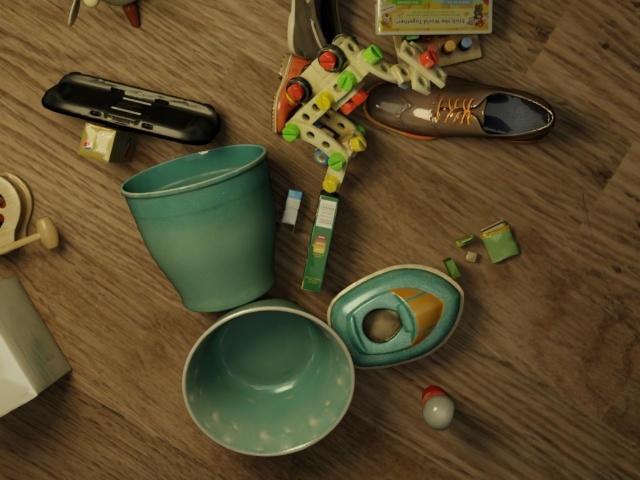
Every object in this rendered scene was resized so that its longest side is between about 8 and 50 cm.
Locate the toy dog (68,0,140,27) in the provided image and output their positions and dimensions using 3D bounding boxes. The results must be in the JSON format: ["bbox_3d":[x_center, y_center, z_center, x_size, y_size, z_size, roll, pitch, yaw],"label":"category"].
[{"bbox_3d":[-0.383,-0.447,1.519,0.220,0.333,0.160,-6,113,25],"label":"toy dog"}]

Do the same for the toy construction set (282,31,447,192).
[{"bbox_3d":[0.060,-0.249,1.522,0.215,0.151,0.328,46,122,-8],"label":"toy construction set"}]

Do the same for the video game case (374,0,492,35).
[{"bbox_3d":[0.208,-0.481,1.545,0.227,0.026,0.206,-5,102,-15],"label":"video game case"}]

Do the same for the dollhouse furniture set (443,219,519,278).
[{"bbox_3d":[0.314,0.021,1.648,0.152,0.058,0.076,-24,94,2],"label":"dollhouse furniture set"}]

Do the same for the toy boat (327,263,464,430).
[{"bbox_3d":[0.174,0.203,1.617,0.268,0.148,0.318,-25,94,4],"label":"toy boat"}]

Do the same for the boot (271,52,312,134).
[{"bbox_3d":[-0.049,-0.275,1.632,0.085,0.059,0.157,15,93,-5],"label":"boot"}]

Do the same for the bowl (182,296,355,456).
[{"bbox_3d":[-0.100,0.231,1.595,0.312,0.163,0.311,-2,112,-5],"label":"bowl"}]

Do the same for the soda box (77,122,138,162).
[{"bbox_3d":[-0.393,-0.181,1.578,0.058,0.181,0.061,15,95,-2],"label":"soda box"}]

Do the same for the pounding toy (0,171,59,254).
[{"bbox_3d":[-0.641,-0.045,1.604,0.270,0.155,0.154,-7,99,1],"label":"pounding toy"}]

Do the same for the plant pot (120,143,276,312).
[{"bbox_3d":[-0.198,-0.017,1.562,0.272,0.271,0.255,-14,108,2],"label":"plant pot"}]

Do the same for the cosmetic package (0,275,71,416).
[{"bbox_3d":[-0.607,0.202,1.588,0.138,0.224,0.224,-30,94,0],"label":"cosmetic package"}]

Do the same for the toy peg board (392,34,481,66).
[{"bbox_3d":[0.217,-0.413,1.607,0.161,0.079,0.161,-12,95,2],"label":"toy peg board"}]

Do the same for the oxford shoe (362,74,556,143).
[{"bbox_3d":[0.259,-0.253,1.588,0.364,0.133,0.129,4,95,4],"label":"oxford shoe"}]

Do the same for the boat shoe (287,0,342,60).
[{"bbox_3d":[-0.003,-0.476,1.518,0.096,0.112,0.335,21,136,24],"label":"boat shoe"}]

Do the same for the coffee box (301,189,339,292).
[{"bbox_3d":[0.000,0.000,1.619,0.041,0.113,0.184,11,100,-1],"label":"coffee box"}]

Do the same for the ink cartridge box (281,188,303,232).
[{"bbox_3d":[-0.057,-0.057,1.651,0.028,0.048,0.083,14,94,0],"label":"ink cartridge box"}]

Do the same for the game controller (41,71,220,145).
[{"bbox_3d":[-0.349,-0.242,1.582,0.319,0.166,0.067,13,122,0],"label":"game controller"}]
